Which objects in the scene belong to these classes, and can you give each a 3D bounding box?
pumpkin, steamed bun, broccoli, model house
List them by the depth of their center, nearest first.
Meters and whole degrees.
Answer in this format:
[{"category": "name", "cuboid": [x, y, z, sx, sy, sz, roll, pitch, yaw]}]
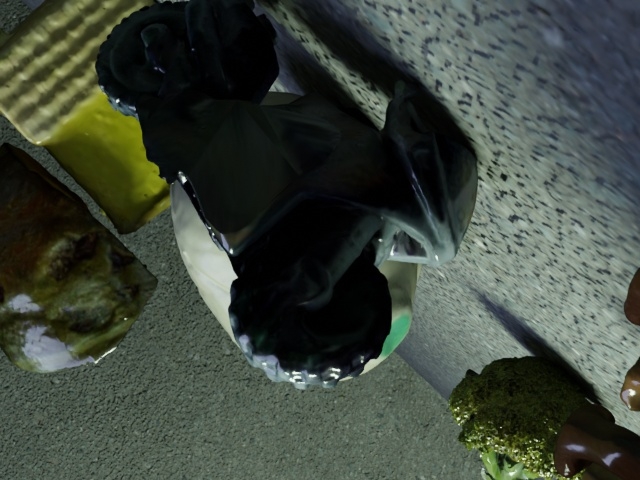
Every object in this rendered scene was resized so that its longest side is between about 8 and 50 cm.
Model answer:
[{"category": "steamed bun", "cuboid": [0.000, 0.000, 0.655, 0.131, 0.177, 0.228, -10, 127, 27]}, {"category": "broccoli", "cuboid": [0.173, 0.158, 0.791, 0.131, 0.120, 0.130, 11, -161, 7]}, {"category": "model house", "cuboid": [-0.217, -0.153, 0.938, 0.234, 0.193, 0.175, 49, 174, -29]}, {"category": "pumpkin", "cuboid": [-0.309, 0.012, 0.940, 0.148, 0.169, 0.312, 47, 173, -35]}]

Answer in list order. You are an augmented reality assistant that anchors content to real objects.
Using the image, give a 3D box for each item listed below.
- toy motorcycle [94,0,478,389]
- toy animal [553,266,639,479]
[{"category": "toy motorcycle", "cuboid": [-0.017, -0.053, 0.513, 0.270, 0.159, 0.106, 60, 174, 28]}, {"category": "toy animal", "cuboid": [0.196, 0.109, 0.412, 0.157, 0.097, 0.312, 28, 166, 26]}]
